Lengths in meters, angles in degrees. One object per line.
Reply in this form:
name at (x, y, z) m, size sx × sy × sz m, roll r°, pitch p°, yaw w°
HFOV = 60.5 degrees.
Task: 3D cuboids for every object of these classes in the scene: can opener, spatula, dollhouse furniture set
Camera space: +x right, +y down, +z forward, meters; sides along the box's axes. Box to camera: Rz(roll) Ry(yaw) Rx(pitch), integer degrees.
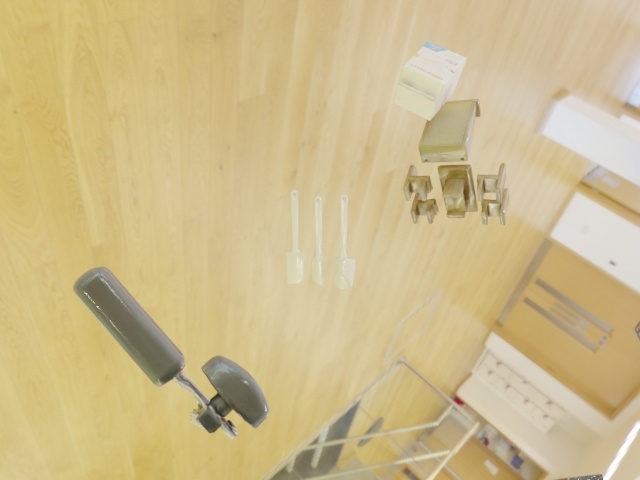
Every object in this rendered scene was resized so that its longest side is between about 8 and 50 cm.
can opener at (-0.184, 0.137, 0.680) m, size 0.093 × 0.280 × 0.074 m, roll -45°, pitch -171°, yaw -15°
spatula at (0.000, 0.000, 1.311) m, size 0.019 × 0.168 × 0.242 m, roll -51°, pitch 144°, yaw -66°
dollhouse furniture set at (0.307, -0.169, 1.241) m, size 0.161 × 0.212 × 0.242 m, roll -67°, pitch 147°, yaw -37°

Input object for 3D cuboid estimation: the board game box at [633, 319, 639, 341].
board game box at (0.804, 0.171, 1.128) m, size 0.233 × 0.078 × 0.347 m, roll -85°, pitch -178°, yaw -46°

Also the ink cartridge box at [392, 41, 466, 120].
ink cartridge box at (0.216, -0.320, 1.112) m, size 0.143 × 0.092 × 0.090 m, roll -49°, pitch 162°, yaw -37°

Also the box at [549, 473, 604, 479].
box at (0.369, 0.491, 0.851) m, size 0.060 × 0.216 × 0.270 m, roll -1°, pitch 152°, yaw -11°
